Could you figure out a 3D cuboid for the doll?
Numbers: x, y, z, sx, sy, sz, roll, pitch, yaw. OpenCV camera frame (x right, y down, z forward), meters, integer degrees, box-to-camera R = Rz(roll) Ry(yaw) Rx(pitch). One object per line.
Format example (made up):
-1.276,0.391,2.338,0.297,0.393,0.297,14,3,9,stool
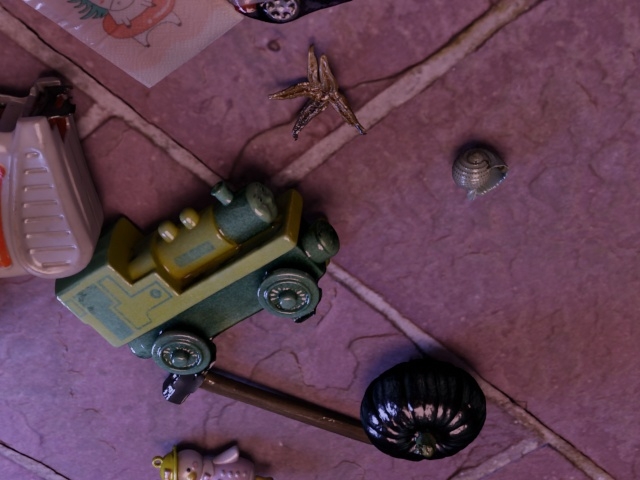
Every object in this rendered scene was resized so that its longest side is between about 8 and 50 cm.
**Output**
-0.179,0.389,2.085,0.207,0.081,0.129,18,110,-13,doll

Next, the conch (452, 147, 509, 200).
0.211,-0.094,1.686,0.076,0.056,0.085,-15,162,-10,conch

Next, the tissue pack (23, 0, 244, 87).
-0.252,-0.311,1.430,0.170,0.071,0.325,-30,140,24,tissue pack

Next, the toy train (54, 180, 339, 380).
-0.157,0.036,1.732,0.369,0.150,0.237,-30,120,25,toy train

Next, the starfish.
0.007,-0.179,1.616,0.130,0.041,0.133,32,130,-15,starfish

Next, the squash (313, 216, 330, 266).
0.000,0.000,1.782,0.027,0.027,0.083,-1,130,0,squash

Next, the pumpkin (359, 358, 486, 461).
0.158,0.263,1.945,0.194,0.150,0.194,4,165,1,pumpkin

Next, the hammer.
-0.065,0.258,2.004,0.365,0.043,0.111,22,126,-21,hammer

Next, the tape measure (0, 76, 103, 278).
-0.410,-0.075,1.648,0.265,0.130,0.258,-3,132,9,tape measure

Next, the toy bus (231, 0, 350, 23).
0.029,-0.349,1.412,0.303,0.127,0.147,-16,126,12,toy bus
